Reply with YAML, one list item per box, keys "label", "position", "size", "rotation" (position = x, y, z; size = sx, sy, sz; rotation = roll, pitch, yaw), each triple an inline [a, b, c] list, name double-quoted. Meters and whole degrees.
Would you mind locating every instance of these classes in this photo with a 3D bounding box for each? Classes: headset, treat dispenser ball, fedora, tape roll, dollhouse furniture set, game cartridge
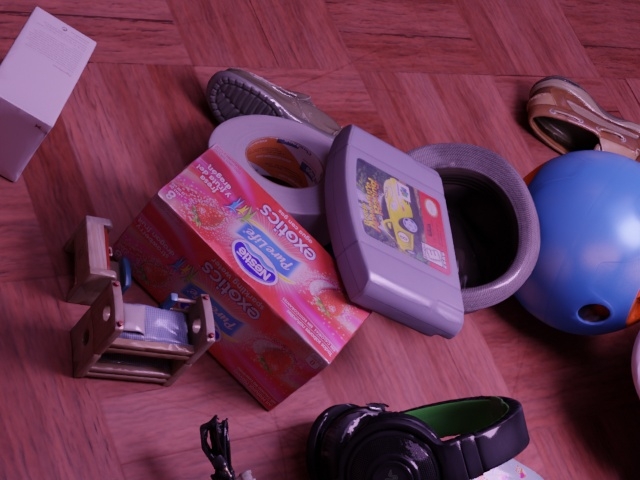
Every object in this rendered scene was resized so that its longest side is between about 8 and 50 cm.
- label: "headset"
  position: [0.057, 0.244, 1.446]
  size: [0.394, 0.243, 0.185]
  rotation: [-17, 94, -18]
- label: "treat dispenser ball"
  position: [0.419, 0.003, 1.863]
  size: [0.288, 0.288, 0.288]
  rotation: [20, 49, -25]
- label: "fedora"
  position: [0.198, 0.001, 1.784]
  size: [0.243, 0.124, 0.275]
  rotation: [-6, 59, -6]
- label: "tape roll"
  position: [-0.060, -0.083, 1.670]
  size: [0.219, 0.072, 0.219]
  rotation: [15, 37, -11]
- label: "dollhouse furniture set"
  position: [-0.221, 0.061, 1.444]
  size: [0.129, 0.129, 0.184]
  rotation: [10, 54, -32]
- label: "game cartridge"
  position: [0.094, -0.020, 1.610]
  size: [0.196, 0.060, 0.294]
  rotation: [22, 43, -29]

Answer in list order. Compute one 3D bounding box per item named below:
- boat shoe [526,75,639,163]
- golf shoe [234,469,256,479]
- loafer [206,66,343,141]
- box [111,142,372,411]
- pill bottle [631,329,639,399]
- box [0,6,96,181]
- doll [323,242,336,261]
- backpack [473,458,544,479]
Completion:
- label: "boat shoe"
  position: [0.511, -0.168, 2.198]
  size: [0.324, 0.122, 0.120]
  rotation: [32, 50, -3]
- label: "golf shoe"
  position: [-0.105, 0.341, 1.318]
  size: [0.086, 0.069, 0.176]
  rotation: [1, 100, -18]
- label: "loafer"
  position: [-0.060, -0.181, 1.790]
  size: [0.251, 0.094, 0.087]
  rotation: [32, 33, -21]
- label: "box"
  position: [-0.100, 0.048, 1.532]
  size: [0.300, 0.154, 0.142]
  rotation: [45, 43, -2]
- label: "pill bottle"
  position: [0.616, 0.177, 1.848]
  size: [0.224, 0.224, 0.392]
  rotation: [57, 18, 12]
- label: "box"
  position: [-0.372, -0.185, 1.510]
  size: [0.091, 0.130, 0.170]
  rotation: [31, 45, -16]
- label: "doll"
  position: [0.000, 0.000, 1.720]
  size: [0.189, 0.046, 0.129]
  rotation: [30, 44, -17]
- label: "backpack"
  position: [0.222, 0.344, 1.586]
  size: [0.182, 0.115, 0.152]
  rotation: [35, 47, -7]
